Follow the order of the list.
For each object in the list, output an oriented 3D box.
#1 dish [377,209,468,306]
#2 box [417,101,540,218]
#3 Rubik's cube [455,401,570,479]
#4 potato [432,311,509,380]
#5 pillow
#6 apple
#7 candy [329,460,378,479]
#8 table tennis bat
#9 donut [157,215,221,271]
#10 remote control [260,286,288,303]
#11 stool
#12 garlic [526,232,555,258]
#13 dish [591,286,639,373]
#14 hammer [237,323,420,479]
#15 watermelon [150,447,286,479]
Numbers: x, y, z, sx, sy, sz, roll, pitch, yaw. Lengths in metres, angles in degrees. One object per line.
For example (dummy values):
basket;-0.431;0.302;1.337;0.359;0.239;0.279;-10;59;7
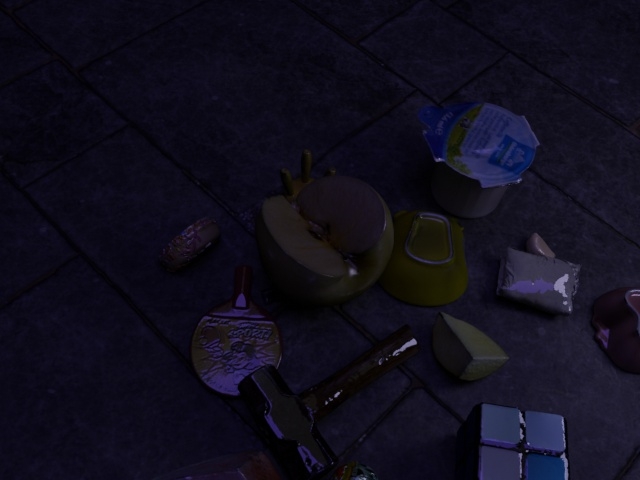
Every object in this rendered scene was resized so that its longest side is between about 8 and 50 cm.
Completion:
dish;0.249;0.016;1.724;0.221;0.108;0.262;12;56;2
box;0.351;-0.185;1.809;0.291;0.206;0.262;24;56;12
Rubik's cube;0.361;0.427;1.412;0.180;0.183;0.167;10;57;0
potato;0.318;0.237;1.619;0.120;0.081;0.149;11;31;-34
pillow;0.498;0.094;1.710;0.182;0.077;0.134;17;57;8
apple;0.006;0.011;1.632;0.295;0.233;0.258;-33;50;-24
candy;0.161;0.510;1.414;0.306;0.083;0.091;22;55;0
table tennis bat;-0.179;0.196;1.612;0.201;0.038;0.310;4;59;-3
donut;-0.288;0.003;1.693;0.166;0.108;0.065;-39;91;-32
remote control;-0.086;0.117;1.683;0.096;0.014;0.039;-14;59;-13
stool;-0.033;-0.139;1.802;0.134;0.110;0.134;-1;57;-6
garlic;0.526;0.023;1.785;0.053;0.041;0.083;-29;70;-36
dish;0.721;0.186;1.659;0.214;0.090;0.213;3;56;-4
hammer;0.050;0.302;1.533;0.409;0.095;0.242;-28;69;-29
watermelon;-0.148;0.485;1.340;0.256;0.176;0.260;-27;82;-36
